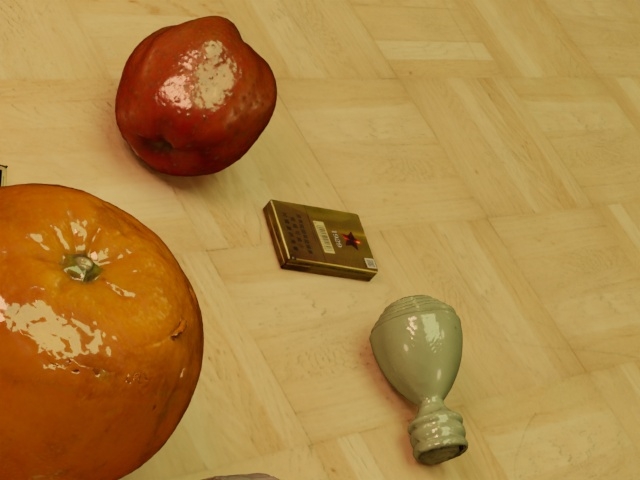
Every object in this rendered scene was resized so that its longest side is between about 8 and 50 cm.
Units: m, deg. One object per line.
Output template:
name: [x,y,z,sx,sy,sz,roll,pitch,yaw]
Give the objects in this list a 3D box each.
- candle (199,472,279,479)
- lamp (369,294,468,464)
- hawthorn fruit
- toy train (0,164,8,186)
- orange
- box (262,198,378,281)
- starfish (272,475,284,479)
candle: [-0.094,0.288,1.250,0.068,0.192,0.168,7,5,-39]
lamp: [0.115,0.151,1.607,0.106,0.106,0.193,9,58,-35]
hawthorn fruit: [-0.142,-0.160,1.621,0.189,0.189,0.189,24,41,-22]
toy train: [-0.376,-0.072,1.424,0.138,0.050,0.087,18,47,-28]
orange: [-0.241,0.084,1.243,0.284,0.226,0.284,22,36,-17]
box: [0.000,0.000,1.708,0.133,0.023,0.090,8,50,-36]
starfish: [0.005,0.327,1.373,0.240,0.043,0.227,18,45,-33]
